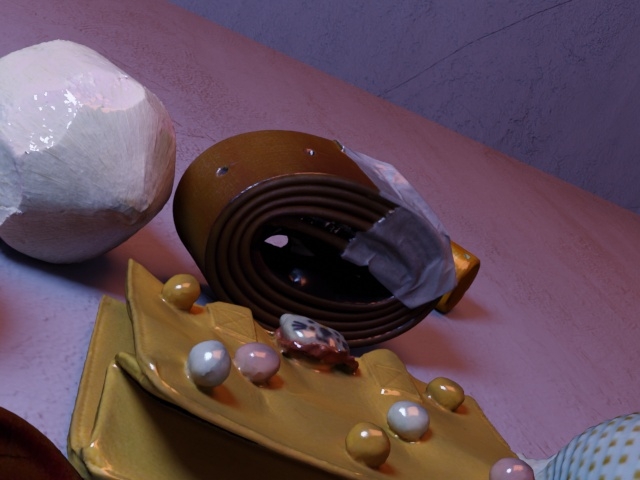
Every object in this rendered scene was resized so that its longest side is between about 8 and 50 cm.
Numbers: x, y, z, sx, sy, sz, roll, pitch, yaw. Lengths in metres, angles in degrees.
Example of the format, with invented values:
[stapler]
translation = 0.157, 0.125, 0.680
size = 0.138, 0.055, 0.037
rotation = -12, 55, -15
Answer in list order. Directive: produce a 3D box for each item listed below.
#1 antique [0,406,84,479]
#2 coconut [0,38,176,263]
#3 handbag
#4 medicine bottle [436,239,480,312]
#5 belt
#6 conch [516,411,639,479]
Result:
[antique]
translation = -0.185, 0.163, 0.475
size = 0.223, 0.129, 0.278
rotation = 62, 8, 26
[coconut]
translation = -0.250, -0.085, 1.060
size = 0.224, 0.224, 0.234
rotation = 14, 23, -40
[handbag]
translation = -0.007, 0.153, 0.923
size = 0.401, 0.133, 0.283
rotation = 23, 13, -16
[medicine bottle]
translation = 0.131, 0.017, 1.543
size = 0.192, 0.096, 0.096
rotation = 34, 18, 18
[belt]
translation = 0.000, 0.000, 1.186
size = 0.339, 0.217, 0.122
rotation = 19, 20, -36
[conch]
translation = 0.337, 0.263, 0.990
size = 0.303, 0.215, 0.319
rotation = 26, 15, -45
